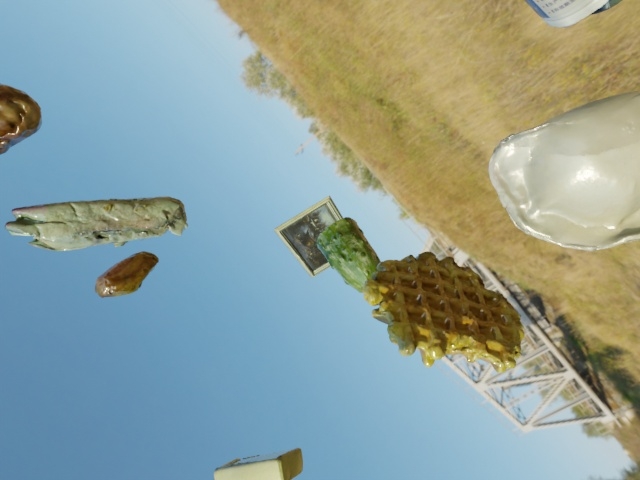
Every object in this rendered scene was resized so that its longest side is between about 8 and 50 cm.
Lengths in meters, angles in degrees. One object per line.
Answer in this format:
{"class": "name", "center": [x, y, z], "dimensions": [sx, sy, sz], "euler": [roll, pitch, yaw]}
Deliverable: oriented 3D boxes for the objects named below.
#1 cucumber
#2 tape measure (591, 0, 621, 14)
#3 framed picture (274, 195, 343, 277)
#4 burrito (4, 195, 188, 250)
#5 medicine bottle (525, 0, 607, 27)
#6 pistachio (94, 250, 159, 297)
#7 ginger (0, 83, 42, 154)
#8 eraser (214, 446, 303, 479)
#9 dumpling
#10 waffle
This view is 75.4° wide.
{"class": "cucumber", "center": [0.097, 0.058, 1.089], "dimensions": [0.134, 0.134, 0.244], "euler": [30, -160, -49]}
{"class": "tape measure", "center": [0.702, -0.710, 1.074], "dimensions": [0.138, 0.259, 0.262], "euler": [52, 171, -27]}
{"class": "framed picture", "center": [0.000, 0.000, 1.518], "dimensions": [0.296, 0.232, 0.019], "euler": [54, -174, -40]}
{"class": "burrito", "center": [-0.418, -0.036, 0.798], "dimensions": [0.309, 0.066, 0.096], "euler": [-7, -101, -21]}
{"class": "medicine bottle", "center": [0.432, -0.599, 0.806], "dimensions": [0.332, 0.190, 0.190], "euler": [27, -152, -25]}
{"class": "pistachio", "center": [-0.500, 0.091, 1.081], "dimensions": [0.089, 0.173, 0.049], "euler": [54, 156, -3]}
{"class": "ginger", "center": [-0.651, -0.176, 0.718], "dimensions": [0.172, 0.321, 0.165], "euler": [49, -171, -17]}
{"class": "eraser", "center": [-0.136, 0.516, 0.930], "dimensions": [0.117, 0.172, 0.058], "euler": [36, -141, -63]}
{"class": "dumpling", "center": [0.511, -0.121, 0.736], "dimensions": [0.181, 0.341, 0.260], "euler": [130, 127, -77]}
{"class": "waffle", "center": [0.227, 0.126, 0.751], "dimensions": [0.301, 0.058, 0.281], "euler": [-3, -141, -28]}
